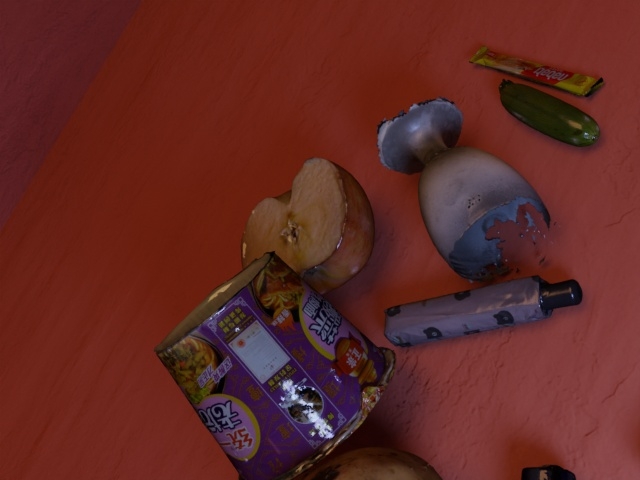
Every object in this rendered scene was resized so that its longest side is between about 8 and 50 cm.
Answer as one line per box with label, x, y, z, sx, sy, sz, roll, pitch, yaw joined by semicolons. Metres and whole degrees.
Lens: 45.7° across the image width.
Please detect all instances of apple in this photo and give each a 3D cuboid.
apple;0.000;0.000;1.460;0.293;0.163;0.251;-38;52;34

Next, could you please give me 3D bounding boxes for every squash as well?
squash;0.390;-0.229;1.349;0.066;0.066;0.252;-50;42;3

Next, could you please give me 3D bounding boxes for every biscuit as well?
biscuit;0.398;-0.318;1.430;0.048;0.026;0.292;-40;42;-15

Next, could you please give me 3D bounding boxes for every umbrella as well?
umbrella;0.255;0.114;1.241;0.337;0.067;0.073;-17;68;32

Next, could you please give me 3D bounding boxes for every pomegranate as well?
pomegranate;0.074;0.420;1.057;0.281;0.281;0.281;-21;52;29

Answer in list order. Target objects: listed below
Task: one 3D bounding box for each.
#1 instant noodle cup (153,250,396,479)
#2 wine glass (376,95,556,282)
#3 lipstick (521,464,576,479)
instant noodle cup;-0.083;0.190;1.230;0.340;0.266;0.340;-38;9;7
wine glass;0.237;-0.092;1.304;0.190;0.190;0.357;-41;46;12
lipstick;0.294;0.446;0.988;0.081;0.081;0.299;-11;58;35
